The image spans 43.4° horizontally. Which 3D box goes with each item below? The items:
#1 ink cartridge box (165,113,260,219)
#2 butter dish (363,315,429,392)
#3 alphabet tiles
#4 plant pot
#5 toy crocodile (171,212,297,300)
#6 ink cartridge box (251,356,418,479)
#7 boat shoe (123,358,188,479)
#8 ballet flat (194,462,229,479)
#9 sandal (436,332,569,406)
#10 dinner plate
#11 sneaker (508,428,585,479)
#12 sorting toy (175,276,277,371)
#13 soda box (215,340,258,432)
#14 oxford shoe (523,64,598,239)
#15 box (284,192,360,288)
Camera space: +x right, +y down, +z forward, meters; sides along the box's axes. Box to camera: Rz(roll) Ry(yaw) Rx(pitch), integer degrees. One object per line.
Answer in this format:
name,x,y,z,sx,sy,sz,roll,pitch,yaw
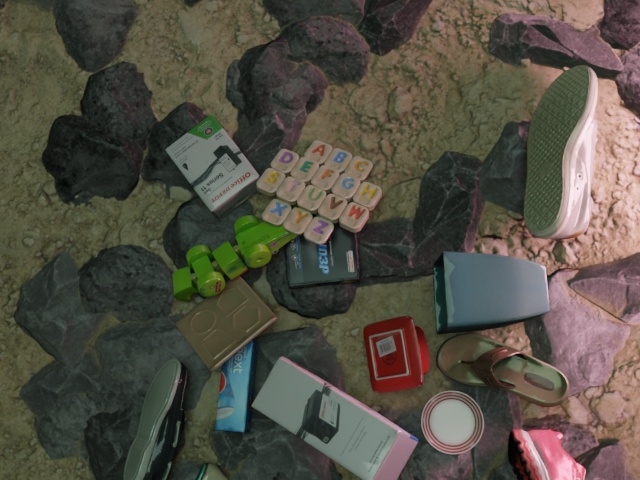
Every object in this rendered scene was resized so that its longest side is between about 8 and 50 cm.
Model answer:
ink cartridge box,-0.259,-0.180,1.994,0.153,0.087,0.208,-38,77,-2
butter dish,0.192,0.257,1.833,0.160,0.118,0.160,-21,74,45
alphabet tiles,-0.005,-0.122,1.924,0.284,0.021,0.278,24,58,17
plant pot,0.384,0.117,1.813,0.234,0.166,0.166,-2,78,0
toy crocodile,-0.208,0.044,1.916,0.340,0.105,0.115,-31,56,2
ink cartridge box,0.035,0.393,1.735,0.307,0.223,0.129,28,83,23
boat shoe,-0.365,0.429,1.875,0.114,0.091,0.303,9,76,54
ballet flat,-0.291,0.628,1.829,0.086,0.086,0.248,30,82,12
sandal,0.412,0.284,1.808,0.302,0.086,0.120,15,80,10
dinner plate,0.299,0.413,1.830,0.141,0.017,0.141,-1,78,6
sneaker,0.504,0.517,1.681,0.136,0.116,0.314,-9,42,-6
sorting toy,-0.221,0.192,1.885,0.193,0.038,0.208,-39,45,-10
soda box,-0.195,0.339,1.882,0.071,0.067,0.210,3,77,8
oxford shoe,0.576,-0.199,1.882,0.130,0.169,0.450,24,69,-30
box,0.000,0.000,1.940,0.175,0.051,0.220,-6,76,6
